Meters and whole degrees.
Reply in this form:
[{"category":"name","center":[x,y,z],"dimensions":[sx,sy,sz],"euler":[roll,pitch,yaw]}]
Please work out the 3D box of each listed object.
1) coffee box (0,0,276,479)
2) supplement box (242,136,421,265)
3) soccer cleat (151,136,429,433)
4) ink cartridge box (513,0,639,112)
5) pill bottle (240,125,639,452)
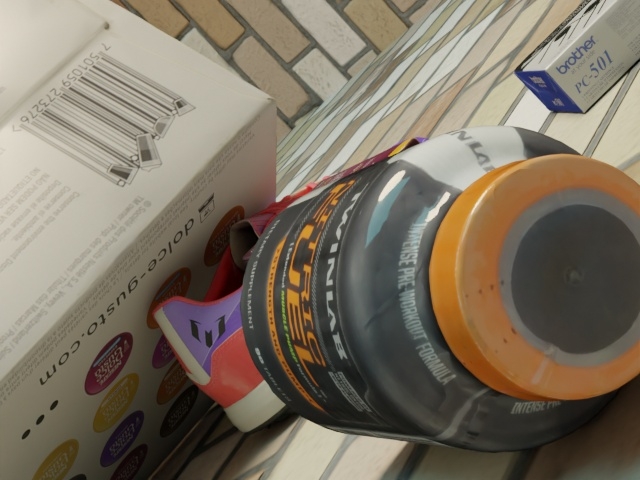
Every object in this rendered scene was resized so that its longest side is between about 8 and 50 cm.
[{"category":"coffee box","center":[-0.263,0.018,1.089],"dimensions":[0.337,0.338,0.334],"euler":[-48,-20,-29]},{"category":"supplement box","center":[0.034,0.014,0.847],"dimensions":[0.081,0.104,0.188],"euler":[-46,8,-15]},{"category":"soccer cleat","center":[0.000,0.000,1.043],"dimensions":[0.108,0.116,0.318],"euler":[-35,12,49]},{"category":"ink cartridge box","center":[0.239,-0.181,1.035],"dimensions":[0.207,0.046,0.097],"euler":[-44,9,0]},{"category":"pill bottle","center":[0.054,0.023,0.604],"dimensions":[0.130,0.130,0.245],"euler":[-46,8,-16]}]
